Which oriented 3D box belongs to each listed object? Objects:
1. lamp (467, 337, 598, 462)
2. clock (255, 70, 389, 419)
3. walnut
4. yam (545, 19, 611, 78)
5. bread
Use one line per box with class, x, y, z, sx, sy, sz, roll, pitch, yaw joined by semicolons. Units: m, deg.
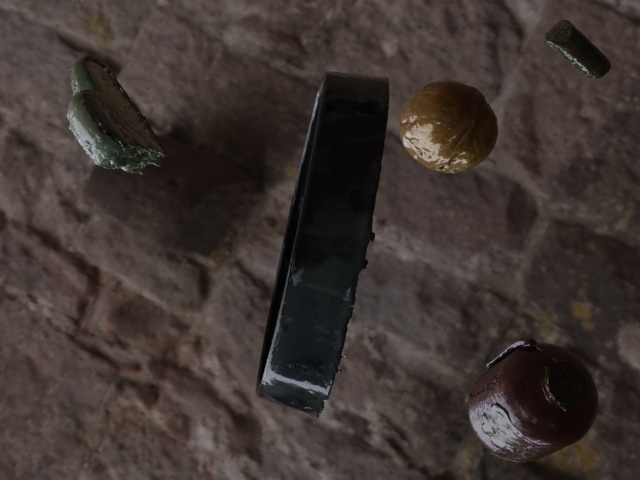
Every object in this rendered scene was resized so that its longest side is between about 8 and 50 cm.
lamp;0.330;0.254;1.637;0.180;0.180;0.258;27;152;-6
clock;0.000;0.000;1.149;0.076;0.386;0.386;11;-170;-3
walnut;0.262;-0.232;2.092;0.195;0.195;0.221;25;173;-15
yam;0.337;-0.248;1.351;0.094;0.043;0.043;34;-176;-31
bread;-0.287;-0.159;1.428;0.172;0.064;0.232;43;-164;-36
